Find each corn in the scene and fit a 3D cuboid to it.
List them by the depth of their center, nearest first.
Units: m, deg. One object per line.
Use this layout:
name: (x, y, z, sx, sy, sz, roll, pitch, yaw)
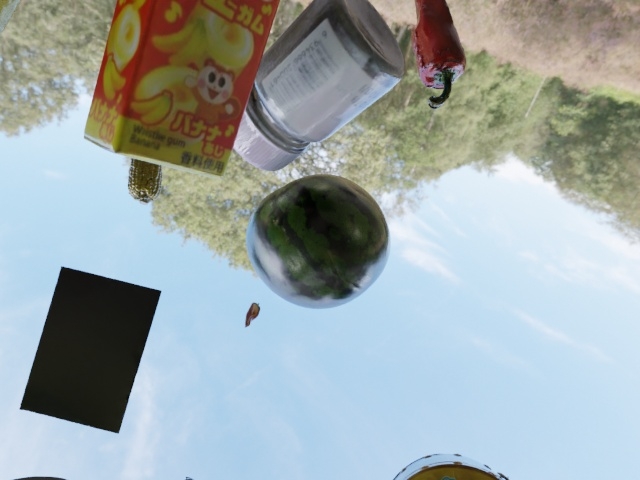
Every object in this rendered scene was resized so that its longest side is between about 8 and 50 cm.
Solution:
corn: (-0.426, -0.201, 1.063, 0.080, 0.237, 0.080, -2, 165, -1)

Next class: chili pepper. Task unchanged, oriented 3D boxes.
chili pepper: (0.260, -0.459, 0.979, 0.110, 0.110, 0.386, 5, -113, -25)
chili pepper: (-0.261, 0.285, 1.630, 0.045, 0.027, 0.178, 52, -162, -15)

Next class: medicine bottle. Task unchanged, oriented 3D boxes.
medicine bottle: (-0.020, -0.239, 0.676, 0.165, 0.273, 0.165, 28, -133, -35)

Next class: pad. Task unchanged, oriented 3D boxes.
pad: (-0.560, 0.267, 1.057, 0.248, 0.367, 0.007, 16, 179, -5)

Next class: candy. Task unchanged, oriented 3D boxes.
candy: (-0.140, -0.216, 0.468, 0.088, 0.275, 0.146, 27, -170, 38)

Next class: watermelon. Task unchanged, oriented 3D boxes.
watermelon: (0.000, 0.000, 0.886, 0.286, 0.284, 0.285, 14, -155, -7)

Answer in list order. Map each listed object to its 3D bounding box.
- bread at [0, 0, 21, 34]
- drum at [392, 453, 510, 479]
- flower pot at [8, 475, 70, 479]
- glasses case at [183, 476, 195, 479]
bread: (-0.437, -0.391, 0.431, 0.143, 0.333, 0.324, 36, -175, 10)
drum: (0.353, 0.781, 1.111, 0.432, 0.430, 0.214, 27, 168, 19)
flower pot: (-0.355, 0.477, 0.526, 0.380, 0.251, 0.379, 27, -140, -26)
glasses case: (-0.062, 0.295, 0.384, 0.056, 0.266, 0.105, -41, -126, -21)
